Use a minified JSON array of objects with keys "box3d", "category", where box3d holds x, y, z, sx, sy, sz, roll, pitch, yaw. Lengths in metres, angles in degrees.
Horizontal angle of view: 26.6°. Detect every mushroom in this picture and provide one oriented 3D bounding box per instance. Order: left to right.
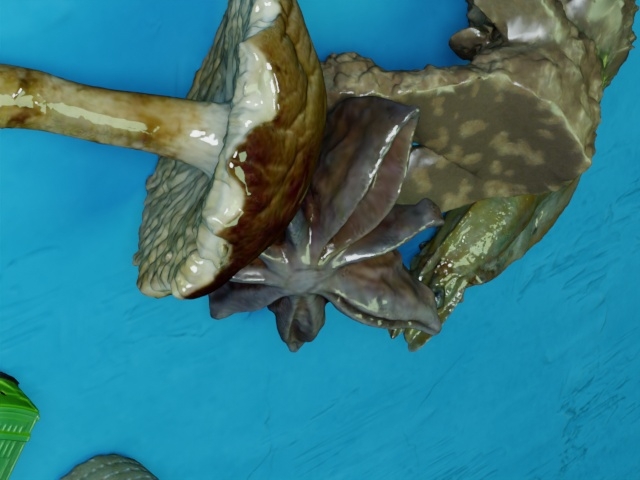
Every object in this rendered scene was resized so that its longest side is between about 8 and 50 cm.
[{"box3d":[-0.120,-0.087,0.851,0.301,0.208,0.233,23,69,-50],"category":"mushroom"}]

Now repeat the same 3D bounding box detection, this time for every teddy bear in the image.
[{"box3d":[0.129,-0.147,1.143,0.296,0.222,0.246,-3,139,2],"category":"teddy bear"}]

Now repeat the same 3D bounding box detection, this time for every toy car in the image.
[{"box3d":[-0.263,0.171,0.958,0.071,0.062,0.165,21,97,-55],"category":"toy car"}]

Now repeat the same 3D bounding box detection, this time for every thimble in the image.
[{"box3d":[-0.170,0.225,1.120,0.110,0.062,0.084,10,109,-53],"category":"thimble"}]

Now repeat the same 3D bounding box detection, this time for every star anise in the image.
[{"box3d":[0.000,0.003,1.070,0.198,0.111,0.257,-13,140,4],"category":"star anise"}]

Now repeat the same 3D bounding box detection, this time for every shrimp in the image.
[{"box3d":[0.170,0.001,1.356,0.317,0.077,0.168,-45,146,-22],"category":"shrimp"}]
